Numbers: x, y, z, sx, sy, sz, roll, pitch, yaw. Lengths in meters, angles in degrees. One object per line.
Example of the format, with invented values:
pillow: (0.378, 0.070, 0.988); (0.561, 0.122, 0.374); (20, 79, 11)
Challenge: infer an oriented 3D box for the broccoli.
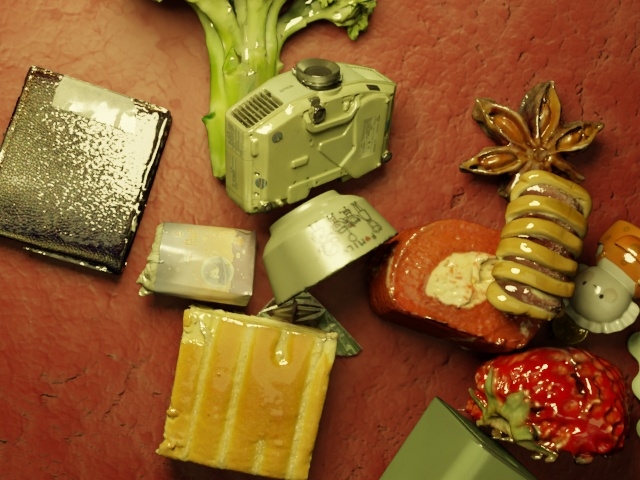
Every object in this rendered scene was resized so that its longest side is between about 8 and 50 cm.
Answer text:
broccoli: (-0.140, -0.309, 1.002); (0.353, 0.275, 0.397); (33, 103, -6)

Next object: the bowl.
bowl: (0.000, 0.000, 1.047); (0.211, 0.211, 0.112); (-30, 88, -7)

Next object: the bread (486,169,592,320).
bread: (0.328, 0.012, 1.037); (0.134, 0.081, 0.225); (22, 73, -18)

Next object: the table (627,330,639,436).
table: (0.618, 0.250, 1.201); (0.167, 0.166, 0.198); (-4, 87, -10)

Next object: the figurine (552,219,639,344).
figurine: (0.498, 0.066, 1.180); (0.143, 0.143, 0.271); (31, 108, -11)

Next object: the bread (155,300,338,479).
bread: (-0.111, 0.226, 1.077); (0.239, 0.111, 0.246); (13, 95, -9)

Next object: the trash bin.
trash bin: (0.170, 0.451, 1.097); (0.158, 0.223, 0.343); (35, 89, -11)

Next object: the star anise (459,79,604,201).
star anise: (0.330, -0.159, 1.145); (0.220, 0.099, 0.214); (25, 76, -6)

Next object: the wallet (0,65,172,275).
wallet: (-0.360, -0.101, 1.044); (0.221, 0.071, 0.262); (17, 88, -6)

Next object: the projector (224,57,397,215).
projector: (-0.005, -0.156, 1.005); (0.270, 0.088, 0.193); (-24, 137, -31)

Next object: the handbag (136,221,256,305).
handbag: (-0.184, 0.033, 1.059); (0.173, 0.095, 0.117); (6, 64, -10)

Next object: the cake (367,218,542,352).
cake: (0.218, 0.068, 1.115); (0.283, 0.151, 0.176); (20, 77, -10)

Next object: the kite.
kite: (-0.045, 0.186, 1.143); (0.230, 0.012, 0.249); (-3, 95, -6)

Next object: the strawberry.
strawberry: (0.384, 0.230, 1.097); (0.280, 0.253, 0.150); (-3, 98, -12)
